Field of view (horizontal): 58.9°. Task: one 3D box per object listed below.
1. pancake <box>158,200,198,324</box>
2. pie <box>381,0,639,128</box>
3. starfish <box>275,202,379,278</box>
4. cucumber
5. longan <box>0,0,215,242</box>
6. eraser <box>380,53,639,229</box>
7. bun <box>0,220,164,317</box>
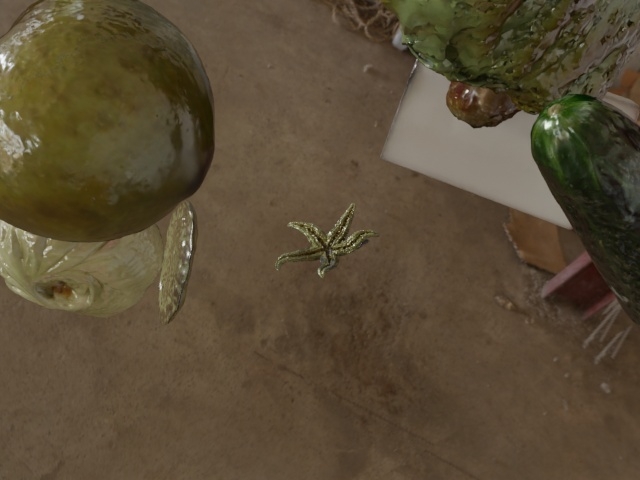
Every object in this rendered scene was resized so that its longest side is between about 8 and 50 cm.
[{"bbox_3d":[-0.266,0.044,1.038,0.029,0.235,0.212,11,16,-26],"label":"pancake"},{"bbox_3d":[0.197,-0.283,0.417,0.180,0.395,0.418,27,5,21],"label":"pie"},{"bbox_3d":[0.000,0.000,1.101,0.208,0.053,0.176,-35,52,-27],"label":"starfish"},{"bbox_3d":[0.212,-0.012,0.384,0.241,0.074,0.074,42,41,-33],"label":"cucumber"},{"bbox_3d":[-0.149,-0.081,0.348,0.176,0.145,0.154,35,32,-9],"label":"longan"},{"bbox_3d":[0.233,-0.141,0.731,0.270,0.174,0.095,22,27,7],"label":"eraser"},{"bbox_3d":[-0.353,0.029,0.818,0.244,0.244,0.153,14,57,-14],"label":"bun"}]
